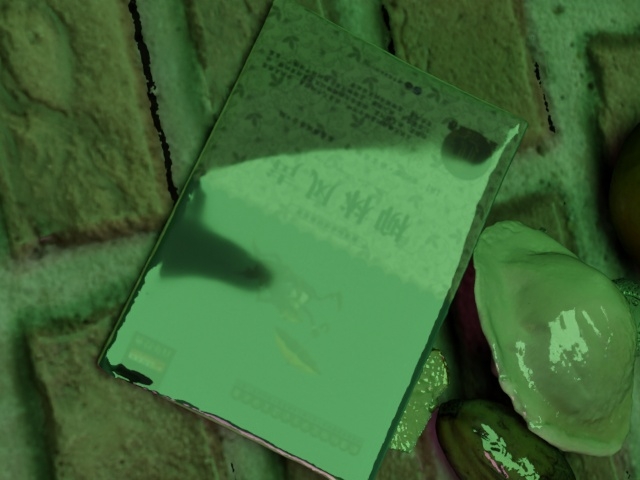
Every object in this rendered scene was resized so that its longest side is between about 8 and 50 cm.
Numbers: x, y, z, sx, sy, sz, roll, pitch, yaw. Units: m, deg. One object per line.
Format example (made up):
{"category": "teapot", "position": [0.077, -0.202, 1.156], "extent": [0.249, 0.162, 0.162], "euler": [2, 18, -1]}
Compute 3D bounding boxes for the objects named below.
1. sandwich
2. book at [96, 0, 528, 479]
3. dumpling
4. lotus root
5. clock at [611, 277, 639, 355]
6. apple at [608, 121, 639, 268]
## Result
{"category": "sandwich", "position": [0.074, 0.143, 1.297], "extent": [0.105, 0.035, 0.093], "euler": [-20, 92, -24]}
{"category": "book", "position": [0.000, 0.000, 1.263], "extent": [0.264, 0.031, 0.379], "euler": [26, 75, -6]}
{"category": "dumpling", "position": [0.205, 0.094, 1.300], "extent": [0.166, 0.126, 0.216], "euler": [-13, 101, -41]}
{"category": "lotus root", "position": [0.175, 0.208, 1.305], "extent": [0.179, 0.089, 0.080], "euler": [50, 45, -13]}
{"category": "clock", "position": [0.306, 0.078, 1.414], "extent": [0.083, 0.010, 0.074], "euler": [29, 75, -18]}
{"category": "apple", "position": [0.377, -0.044, 1.378], "extent": [0.196, 0.157, 0.196], "euler": [6, 79, -30]}
